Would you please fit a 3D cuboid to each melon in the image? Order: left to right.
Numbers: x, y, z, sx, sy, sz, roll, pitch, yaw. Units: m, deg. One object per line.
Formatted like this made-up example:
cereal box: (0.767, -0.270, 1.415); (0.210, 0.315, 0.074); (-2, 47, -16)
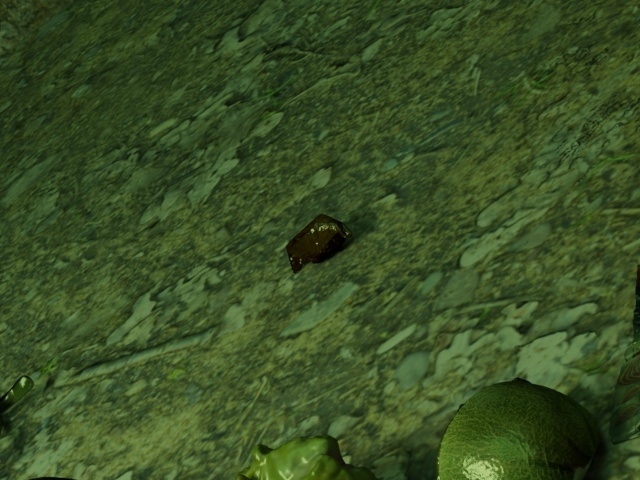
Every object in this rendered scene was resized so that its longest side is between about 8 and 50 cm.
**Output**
melon: (0.168, 0.174, 1.654); (0.128, 0.079, 0.160); (-3, 44, 53)

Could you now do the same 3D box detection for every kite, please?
kite: (0.308, 0.082, 1.696); (0.127, 0.016, 0.229); (-22, 34, 27)

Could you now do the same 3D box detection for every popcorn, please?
popcorn: (-0.015, 0.237, 1.748); (0.145, 0.126, 0.126); (12, 61, 29)

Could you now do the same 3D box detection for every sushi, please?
sushi: (0.000, 0.000, 2.197); (0.099, 0.047, 0.050); (-36, 8, 49)

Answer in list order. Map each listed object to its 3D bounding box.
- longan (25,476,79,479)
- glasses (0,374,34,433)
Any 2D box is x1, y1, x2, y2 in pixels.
longan: (-0.266, 0.326, 1.871); (0.198, 0.198, 0.212); (-37, 41, 6)
glasses: (-0.449, 0.222, 2.368); (0.239, 0.102, 0.207); (-14, 36, 42)
